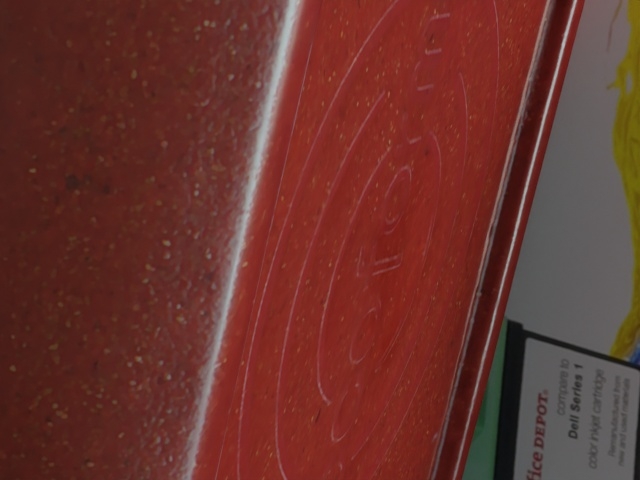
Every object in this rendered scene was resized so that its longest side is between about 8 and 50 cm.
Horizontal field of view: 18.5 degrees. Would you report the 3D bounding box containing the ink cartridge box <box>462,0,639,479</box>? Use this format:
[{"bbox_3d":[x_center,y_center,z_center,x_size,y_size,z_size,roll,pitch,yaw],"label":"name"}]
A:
[{"bbox_3d":[0.115,0.013,0.606,0.117,0.278,0.201,-31,133,-70],"label":"ink cartridge box"}]

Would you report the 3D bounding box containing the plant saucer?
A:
[{"bbox_3d":[0.000,0.000,0.436,0.259,0.047,0.258,-23,128,-66],"label":"plant saucer"}]
